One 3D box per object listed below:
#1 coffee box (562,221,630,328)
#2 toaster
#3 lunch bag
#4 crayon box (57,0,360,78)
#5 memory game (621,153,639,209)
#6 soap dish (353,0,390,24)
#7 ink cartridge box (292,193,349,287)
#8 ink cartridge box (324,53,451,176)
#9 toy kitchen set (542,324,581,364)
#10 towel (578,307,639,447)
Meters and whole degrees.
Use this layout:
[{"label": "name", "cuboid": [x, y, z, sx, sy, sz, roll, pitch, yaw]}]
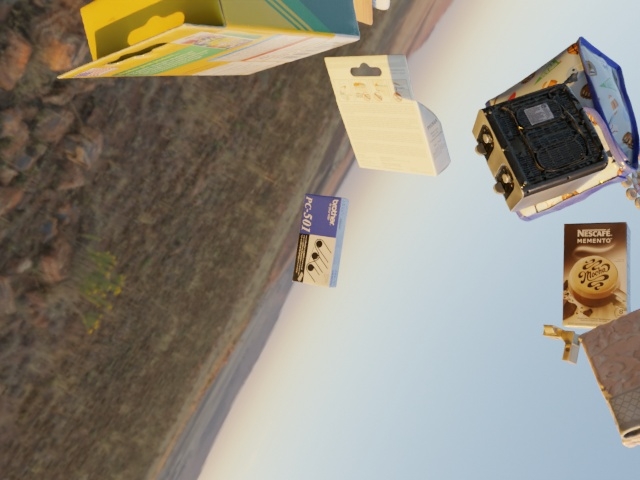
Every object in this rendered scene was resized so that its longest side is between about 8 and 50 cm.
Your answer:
[{"label": "coffee box", "cuboid": [0.787, 0.103, 1.658, 0.119, 0.168, 0.297, 19, 73, -56]}, {"label": "toaster", "cuboid": [0.361, -0.157, 0.961, 0.186, 0.168, 0.110, -20, 165, -6]}, {"label": "lunch bag", "cuboid": [0.634, -0.275, 1.540, 0.328, 0.239, 0.385, -32, -130, 49]}, {"label": "crayon box", "cuboid": [-0.121, -0.256, 0.685, 0.323, 0.203, 0.083, -26, 107, -54]}, {"label": "memory game", "cuboid": [0.922, -0.172, 1.650, 0.186, 0.186, 0.012, -62, -165, -17]}, {"label": "soap dish", "cuboid": [0.052, -0.537, 0.972, 0.291, 0.118, 0.228, 62, 24, -78]}, {"label": "ink cartridge box", "cuboid": [0.000, 0.000, 1.342, 0.046, 0.097, 0.206, 10, 88, -64]}, {"label": "ink cartridge box", "cuboid": [0.198, -0.382, 1.727, 0.091, 0.308, 0.384, -43, 128, -29]}, {"label": "toy kitchen set", "cuboid": [0.567, 0.248, 1.400, 0.083, 0.068, 0.075, -7, -117, 58]}, {"label": "towel", "cuboid": [0.699, 0.221, 1.131, 0.332, 0.053, 0.317, -30, -159, 23]}]
